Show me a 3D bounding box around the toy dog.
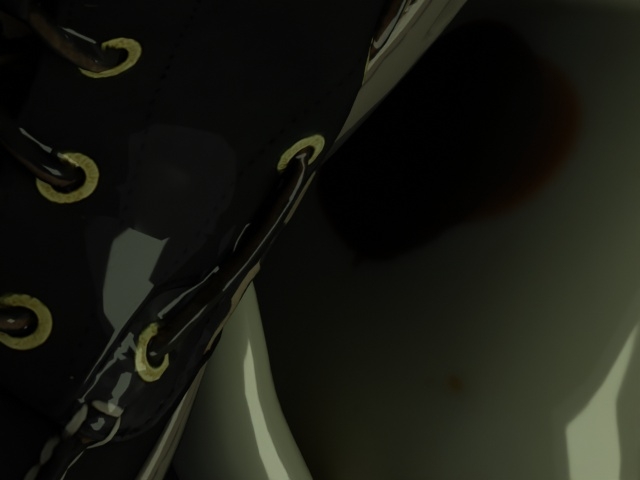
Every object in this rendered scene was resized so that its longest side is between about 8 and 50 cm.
[{"bbox_3d":[0.095,-0.048,0.733,0.395,0.284,0.408,15,86,-38],"label":"toy dog"}]

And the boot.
[{"bbox_3d":[-0.070,-0.051,0.417,0.377,0.138,0.284,-51,166,-14],"label":"boot"}]
